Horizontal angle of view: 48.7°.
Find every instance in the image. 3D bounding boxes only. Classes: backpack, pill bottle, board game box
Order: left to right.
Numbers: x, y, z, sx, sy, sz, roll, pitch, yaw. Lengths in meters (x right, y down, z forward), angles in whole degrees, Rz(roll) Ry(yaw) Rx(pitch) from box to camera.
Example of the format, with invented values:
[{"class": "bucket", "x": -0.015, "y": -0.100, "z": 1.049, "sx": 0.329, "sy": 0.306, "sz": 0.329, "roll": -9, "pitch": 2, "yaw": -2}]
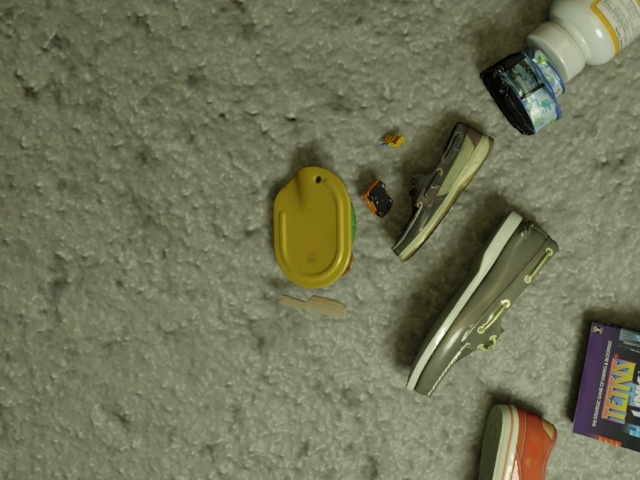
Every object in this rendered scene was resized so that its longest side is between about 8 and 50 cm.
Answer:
[{"class": "backpack", "x": 0.296, "y": -0.212, "z": 1.004, "sx": 0.084, "sy": 0.105, "sz": 0.114, "roll": -32, "pitch": 97, "yaw": 6}, {"class": "pill bottle", "x": 0.398, "y": -0.321, "z": 0.985, "sx": 0.208, "sy": 0.117, "sz": 0.117, "roll": -40, "pitch": 91, "yaw": 4}, {"class": "board game box", "x": 0.453, "y": 0.214, "z": 1.024, "sx": 0.141, "sy": 0.048, "sz": 0.170, "roll": 11, "pitch": 94, "yaw": 28}]

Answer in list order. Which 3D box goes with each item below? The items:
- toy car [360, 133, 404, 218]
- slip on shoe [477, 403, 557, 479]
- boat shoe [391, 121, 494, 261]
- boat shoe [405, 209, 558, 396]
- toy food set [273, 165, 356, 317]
[{"class": "toy car", "x": 0.096, "y": -0.097, "z": 1.066, "sx": 0.040, "sy": 0.060, "sz": 0.122, "roll": 15, "pitch": 74, "yaw": 44}, {"class": "slip on shoe", "x": 0.281, "y": 0.411, "z": 1.044, "sx": 0.101, "sy": 0.123, "sz": 0.331, "roll": 10, "pitch": 89, "yaw": -2}, {"class": "boat shoe", "x": 0.165, "y": -0.073, "z": 1.037, "sx": 0.073, "sy": 0.080, "sz": 0.223, "roll": 36, "pitch": 90, "yaw": 6}, {"class": "boat shoe", "x": 0.231, "y": 0.105, "z": 1.027, "sx": 0.091, "sy": 0.109, "sz": 0.305, "roll": 33, "pitch": 91, "yaw": 5}, {"class": "toy food set", "x": 0.000, "y": 0.000, "z": 1.059, "sx": 0.128, "sy": 0.071, "sz": 0.218, "roll": 2, "pitch": 92, "yaw": 27}]
